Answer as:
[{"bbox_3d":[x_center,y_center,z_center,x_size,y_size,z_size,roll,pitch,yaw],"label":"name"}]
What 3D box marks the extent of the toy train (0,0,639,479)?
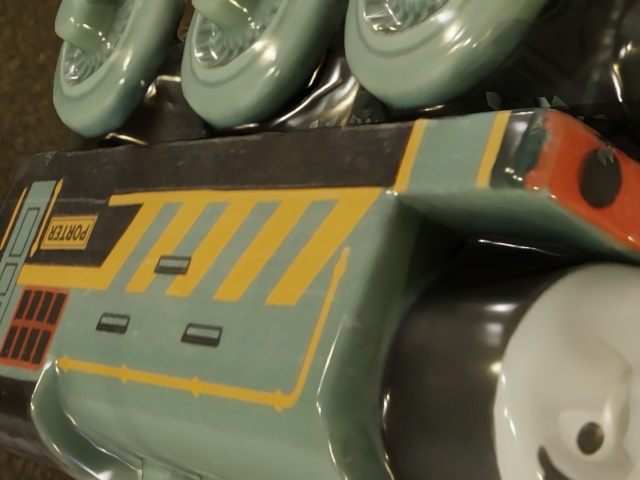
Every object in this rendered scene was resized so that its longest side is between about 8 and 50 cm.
[{"bbox_3d":[0.000,0.000,0.446,0.142,0.334,0.190,26,76,-34],"label":"toy train"}]
